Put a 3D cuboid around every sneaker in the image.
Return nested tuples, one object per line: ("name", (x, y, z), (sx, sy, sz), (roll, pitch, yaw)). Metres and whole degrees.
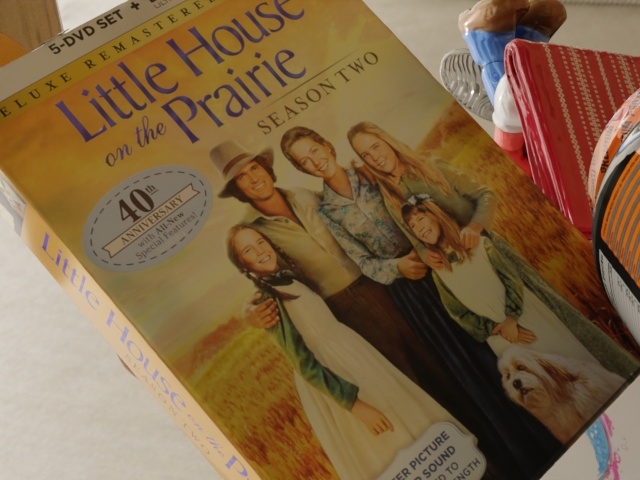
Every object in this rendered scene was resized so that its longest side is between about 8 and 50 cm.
("sneaker", (0.259, -0.187, 1.347), (0.222, 0.083, 0.118), (20, -147, 20))

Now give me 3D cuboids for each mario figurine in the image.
("mario figurine", (0.260, -0.102, 1.157), (0.198, 0.170, 0.320), (-14, -95, -15))

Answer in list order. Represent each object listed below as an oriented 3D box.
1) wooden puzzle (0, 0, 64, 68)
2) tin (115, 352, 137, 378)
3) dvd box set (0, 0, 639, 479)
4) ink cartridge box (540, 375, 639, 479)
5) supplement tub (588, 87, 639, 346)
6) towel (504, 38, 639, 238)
("wooden puzzle", (-0.343, -0.178, 0.864), (0.348, 0.080, 0.322), (-10, -96, -40))
("tin", (-0.114, 0.104, 1.058), (0.190, 0.106, 0.040), (30, -172, 20))
("dvd box set", (0.000, 0.000, 0.761), (0.307, 0.062, 0.420), (-36, -100, -30))
("ink cartridge box", (0.263, 0.185, 1.066), (0.226, 0.306, 0.131), (59, -143, -69))
("supplement tub", (0.280, 0.027, 0.627), (0.207, 0.207, 0.338), (38, -163, -23))
("towel", (0.296, -0.083, 1.031), (0.275, 0.031, 0.199), (3, -116, -28))
